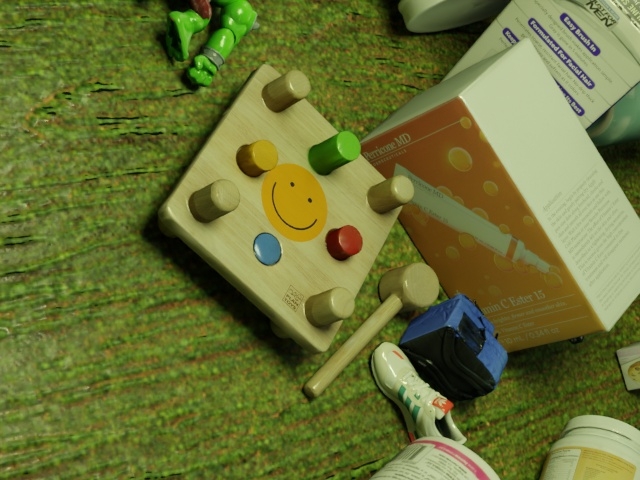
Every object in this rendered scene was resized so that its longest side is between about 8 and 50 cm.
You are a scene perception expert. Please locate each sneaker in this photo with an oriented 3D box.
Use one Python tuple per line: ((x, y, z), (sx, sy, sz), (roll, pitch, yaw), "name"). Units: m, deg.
((0.126, 0.191, 1.472), (0.057, 0.075, 0.161), (-32, 97, -40), "sneaker")

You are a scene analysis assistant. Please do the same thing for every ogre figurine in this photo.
((-0.143, -0.289, 1.404), (0.118, 0.097, 0.197), (-31, 84, -29), "ogre figurine")

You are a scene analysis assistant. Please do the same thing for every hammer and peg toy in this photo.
((0.000, 0.000, 1.399), (0.361, 0.127, 0.266), (44, 53, -19), "hammer and peg toy")

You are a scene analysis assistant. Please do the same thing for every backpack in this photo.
((0.180, 0.136, 1.520), (0.120, 0.098, 0.101), (50, 48, -14), "backpack")

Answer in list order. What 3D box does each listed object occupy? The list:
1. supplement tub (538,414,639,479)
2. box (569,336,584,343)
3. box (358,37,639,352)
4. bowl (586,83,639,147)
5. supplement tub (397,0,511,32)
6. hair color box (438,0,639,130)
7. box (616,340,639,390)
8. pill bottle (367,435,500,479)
((0.349, 0.343, 1.555), (0.144, 0.144, 0.200), (42, 54, -21), "supplement tub")
((0.362, 0.097, 1.729), (0.067, 0.018, 0.083), (42, 54, -21), "box")
((0.242, -0.047, 1.550), (0.168, 0.215, 0.345), (-41, 101, -37), "box")
((0.386, -0.256, 1.688), (0.163, 0.311, 0.311), (-33, 97, -31), "bowl")
((0.163, -0.467, 1.614), (0.235, 0.235, 0.325), (-13, 84, -40), "supplement tub")
((0.305, -0.231, 1.555), (0.185, 0.339, 0.110), (49, 56, 4), "hair color box")
((0.567, 0.149, 1.675), (0.063, 0.324, 0.067), (-15, 88, -44), "box")
((0.073, 0.353, 1.322), (0.283, 0.160, 0.160), (-33, 97, -40), "pill bottle")
